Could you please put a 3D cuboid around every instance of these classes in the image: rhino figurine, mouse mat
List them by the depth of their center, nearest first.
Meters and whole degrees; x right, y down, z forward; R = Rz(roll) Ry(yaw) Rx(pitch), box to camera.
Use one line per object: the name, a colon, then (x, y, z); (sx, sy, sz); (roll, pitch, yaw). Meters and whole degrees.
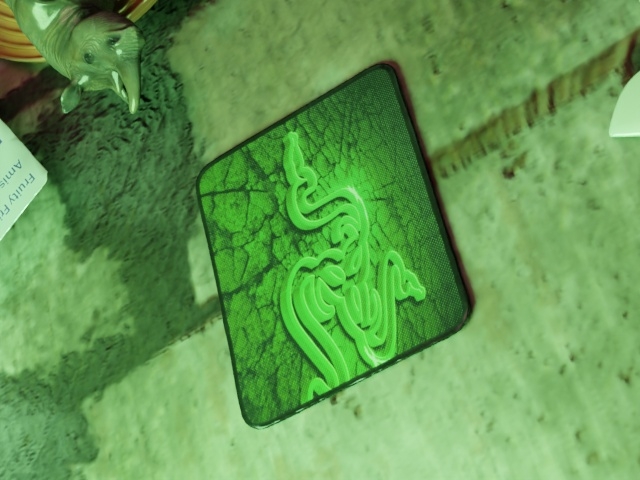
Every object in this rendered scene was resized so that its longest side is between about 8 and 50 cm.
mouse mat: (0.000, 0.000, 0.818); (0.152, 0.007, 0.189); (-29, 56, 21)
rhino figurine: (-0.169, -0.170, 0.930); (0.243, 0.073, 0.106); (57, 135, 28)

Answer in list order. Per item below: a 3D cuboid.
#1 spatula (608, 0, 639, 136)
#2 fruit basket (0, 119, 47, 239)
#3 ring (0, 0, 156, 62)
spatula: (0.263, -0.131, 0.684); (0.242, 0.019, 0.168); (1, 69, 36)
fruit basket: (-0.391, -0.024, 1.005); (0.327, 0.165, 0.353); (-50, 54, 6)
ring: (-0.177, -0.291, 1.023); (0.336, 0.032, 0.336); (-8, 78, 37)
